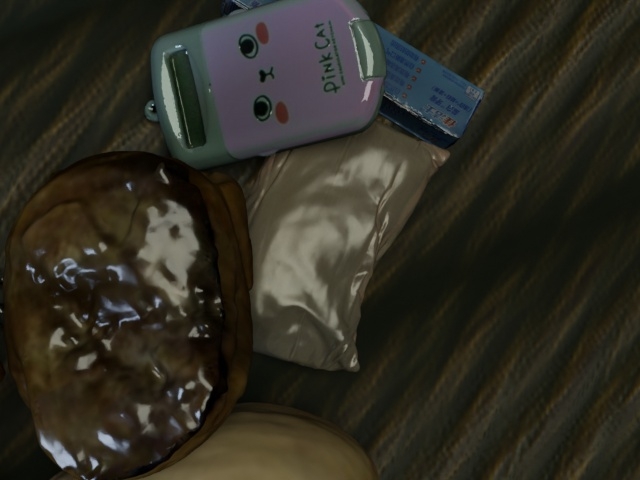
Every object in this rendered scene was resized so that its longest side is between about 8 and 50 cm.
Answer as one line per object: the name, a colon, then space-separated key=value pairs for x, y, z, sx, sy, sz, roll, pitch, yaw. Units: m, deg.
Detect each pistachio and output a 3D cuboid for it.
pistachio: x=-0.095 y=0.252 z=0.793 sx=0.308 sy=0.230 sz=0.230 roll=-10 pitch=87 yaw=-5

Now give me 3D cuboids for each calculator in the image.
calculator: x=-0.057 y=-0.149 z=0.873 sx=0.246 sy=0.045 sz=0.141 roll=-11 pitch=90 yaw=17

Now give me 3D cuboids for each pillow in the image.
pillow: x=0.000 y=0.000 z=0.900 sx=0.173 sy=0.067 sz=0.270 roll=23 pitch=81 yaw=-1

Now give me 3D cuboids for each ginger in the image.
ginger: x=-0.157 y=0.056 z=0.775 sx=0.200 sy=0.223 sz=0.269 roll=-9 pitch=83 yaw=7

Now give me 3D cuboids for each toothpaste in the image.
toothpaste: x=0.032 y=-0.188 z=0.932 sx=0.272 sy=0.053 sz=0.066 roll=30 pitch=76 yaw=-5

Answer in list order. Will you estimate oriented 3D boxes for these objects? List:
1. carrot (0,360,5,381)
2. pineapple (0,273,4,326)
carrot: x=-0.357 y=0.159 z=0.706 sx=0.100 sy=0.307 sz=0.258 roll=55 pitch=48 yaw=-13
pineapple: x=-0.344 y=0.034 z=0.825 sx=0.197 sy=0.108 sz=0.108 roll=27 pitch=80 yaw=-19
